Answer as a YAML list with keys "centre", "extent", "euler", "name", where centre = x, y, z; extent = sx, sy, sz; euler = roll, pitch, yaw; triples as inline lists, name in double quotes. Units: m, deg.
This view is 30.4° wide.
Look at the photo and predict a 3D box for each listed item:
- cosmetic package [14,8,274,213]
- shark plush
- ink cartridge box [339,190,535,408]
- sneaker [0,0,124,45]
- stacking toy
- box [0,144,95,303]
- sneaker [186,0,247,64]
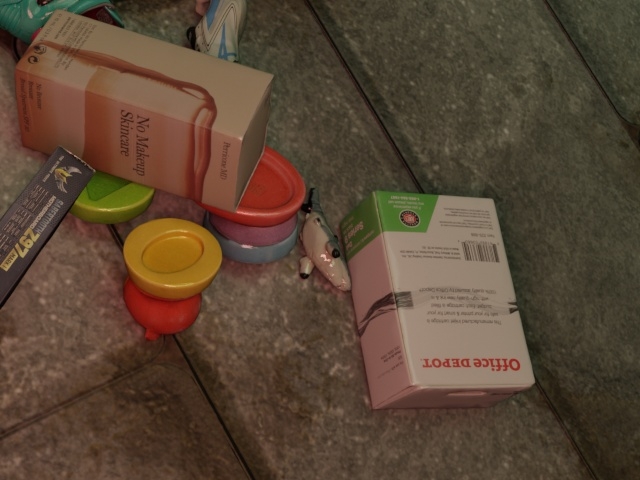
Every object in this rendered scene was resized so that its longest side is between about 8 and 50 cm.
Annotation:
- centre: [-0.222, -0.163, 1.494]
  extent: [0.296, 0.153, 0.129]
  euler: [16, 50, 6]
  name: "cosmetic package"
- centre: [0.000, 0.000, 1.685]
  extent: [0.067, 0.073, 0.161]
  euler: [19, 35, -43]
  name: "shark plush"
- centre: [0.161, 0.087, 1.669]
  extent: [0.211, 0.121, 0.289]
  euler: [4, 65, -28]
  name: "ink cartridge box"
- centre: [-0.325, -0.354, 1.612]
  extent: [0.178, 0.124, 0.295]
  euler: [44, 53, -4]
  name: "sneaker"
- centre: [-0.192, -0.025, 1.568]
  extent: [0.279, 0.130, 0.309]
  euler: [34, 46, 22]
  name: "stacking toy"
- centre: [-0.365, 0.021, 1.365]
  extent: [0.059, 0.183, 0.233]
  euler: [35, 53, -10]
  name: "box"
- centre: [-0.152, -0.263, 1.692]
  extent: [0.086, 0.085, 0.237]
  euler: [0, 53, 2]
  name: "sneaker"
